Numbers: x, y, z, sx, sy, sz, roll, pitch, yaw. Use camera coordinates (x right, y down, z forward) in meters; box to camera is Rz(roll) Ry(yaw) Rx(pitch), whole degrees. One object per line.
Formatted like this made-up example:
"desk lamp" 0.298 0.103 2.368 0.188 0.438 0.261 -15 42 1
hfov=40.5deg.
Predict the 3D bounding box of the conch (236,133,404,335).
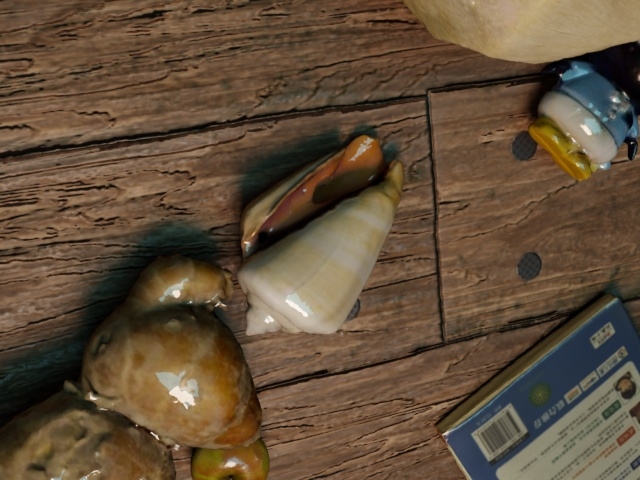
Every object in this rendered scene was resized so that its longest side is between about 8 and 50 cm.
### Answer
"conch" -0.004 0.005 0.945 0.158 0.127 0.255 43 60 3

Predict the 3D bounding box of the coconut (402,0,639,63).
"coconut" 0.234 -0.338 0.815 0.415 0.344 0.415 0 93 6

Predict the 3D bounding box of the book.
"book" 0.370 0.318 1.178 0.300 0.039 0.428 -36 112 -9

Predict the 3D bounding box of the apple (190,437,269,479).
"apple" -0.102 0.251 0.972 0.089 0.074 0.089 -5 105 -17

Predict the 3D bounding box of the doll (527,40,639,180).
"doll" 0.378 -0.214 1.006 0.177 0.141 0.314 41 90 -19

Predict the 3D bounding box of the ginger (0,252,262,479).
"ginger" -0.188 0.191 0.876 0.256 0.176 0.375 29 81 -6
